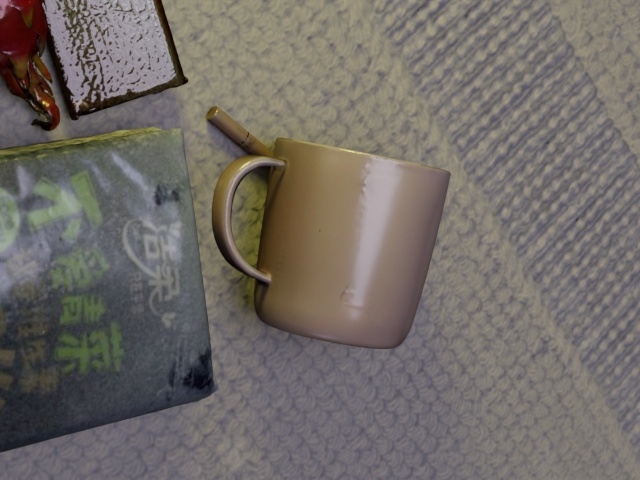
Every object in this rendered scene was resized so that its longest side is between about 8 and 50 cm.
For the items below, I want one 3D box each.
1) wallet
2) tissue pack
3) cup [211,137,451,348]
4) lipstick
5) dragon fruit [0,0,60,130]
[{"bbox_3d":[-0.229,-0.255,1.432,0.133,0.039,0.243,-23,107,-22],"label":"wallet"},{"bbox_3d":[-0.304,0.056,1.364,0.394,0.124,0.288,-12,103,-31],"label":"tissue pack"},{"bbox_3d":[0.000,0.000,1.513,0.253,0.191,0.200,11,92,-29],"label":"cup"},{"bbox_3d":[-0.085,-0.112,1.545,0.094,0.019,0.019,38,75,-29],"label":"lipstick"},{"bbox_3d":[-0.303,-0.186,1.369,0.094,0.094,0.190,-27,125,-27],"label":"dragon fruit"}]
